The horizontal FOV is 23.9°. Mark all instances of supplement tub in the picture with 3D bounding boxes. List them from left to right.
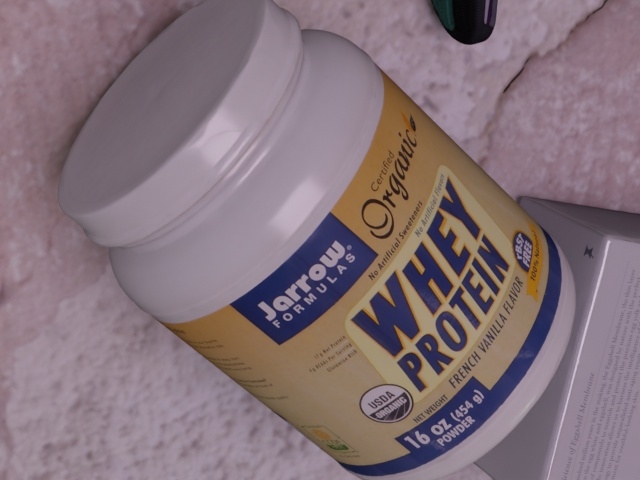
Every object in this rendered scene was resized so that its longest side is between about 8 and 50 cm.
[{"bbox_3d":[0.000,0.000,1.042,0.316,0.228,0.228,41,87,-27],"label":"supplement tub"}]

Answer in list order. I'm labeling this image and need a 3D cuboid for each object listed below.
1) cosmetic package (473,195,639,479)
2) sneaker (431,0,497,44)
[{"bbox_3d":[0.259,0.098,1.229,0.225,0.138,0.224,8,102,-26],"label":"cosmetic package"},{"bbox_3d":[0.128,-0.258,1.106,0.098,0.083,0.223,-15,109,-24],"label":"sneaker"}]
